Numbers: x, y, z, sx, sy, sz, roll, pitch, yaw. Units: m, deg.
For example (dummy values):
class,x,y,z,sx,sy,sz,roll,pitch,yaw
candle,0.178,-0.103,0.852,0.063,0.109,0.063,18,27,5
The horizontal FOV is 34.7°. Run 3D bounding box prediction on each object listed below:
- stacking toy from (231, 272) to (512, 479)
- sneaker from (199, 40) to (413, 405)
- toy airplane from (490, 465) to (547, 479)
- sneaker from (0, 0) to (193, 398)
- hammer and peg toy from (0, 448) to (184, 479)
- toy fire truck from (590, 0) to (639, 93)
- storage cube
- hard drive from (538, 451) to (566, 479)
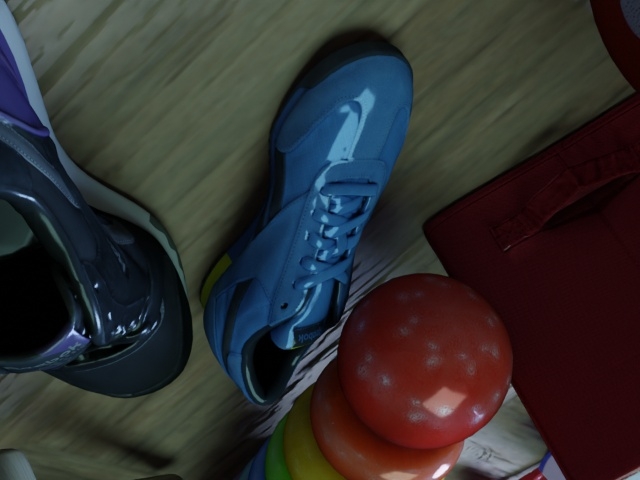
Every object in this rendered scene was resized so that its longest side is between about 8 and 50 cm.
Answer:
class,x,y,z,sx,sy,sz,roll,pitch,yaw
stacking toy,0.021,0.139,0.609,0.141,0.141,0.330,-6,146,-23
sneaker,0.000,0.000,0.520,0.069,0.082,0.209,5,131,-30
toy airplane,0.180,0.224,0.917,0.151,0.028,0.151,-16,142,-13
sneaker,-0.126,0.022,0.438,0.107,0.124,0.283,-25,142,1
hammer and peg toy,-0.223,0.261,0.606,0.361,0.127,0.266,-39,156,22
toy fire truck,0.243,-0.075,0.359,0.169,0.302,0.254,-18,180,-13
storage cube,0.203,0.056,0.604,0.184,0.193,0.215,-31,142,8
hard drive,0.336,0.188,0.925,0.210,0.040,0.319,-43,140,5
